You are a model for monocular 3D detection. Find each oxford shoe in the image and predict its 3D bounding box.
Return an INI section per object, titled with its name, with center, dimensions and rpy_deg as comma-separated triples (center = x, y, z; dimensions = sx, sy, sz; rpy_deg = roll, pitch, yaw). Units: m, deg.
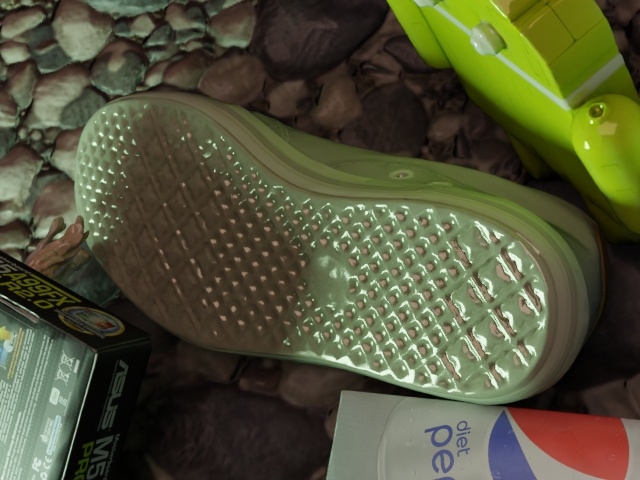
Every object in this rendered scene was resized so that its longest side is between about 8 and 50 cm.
[oxford shoe]
center = 0.000, 0.000, 0.939
dimensions = 0.449, 0.130, 0.169
rpy_deg = 16, 106, 39

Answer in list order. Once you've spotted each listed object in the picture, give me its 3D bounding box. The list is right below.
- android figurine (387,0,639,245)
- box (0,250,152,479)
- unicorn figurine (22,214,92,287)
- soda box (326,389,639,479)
[android figurine]
center = 0.118, -0.105, 0.828
dimensions = 0.056, 0.273, 0.248
rpy_deg = -41, 48, -1
[box]
center = -0.242, 0.143, 0.948
dimensions = 0.216, 0.060, 0.270
rpy_deg = 26, 107, 28
[unicorn figurine]
center = -0.212, 0.055, 1.010
dimensions = 0.060, 0.162, 0.111
rpy_deg = 20, 46, 7
[soda box]
center = 0.150, 0.154, 0.832
dimensions = 0.286, 0.098, 0.091
rpy_deg = 3, 72, 23
